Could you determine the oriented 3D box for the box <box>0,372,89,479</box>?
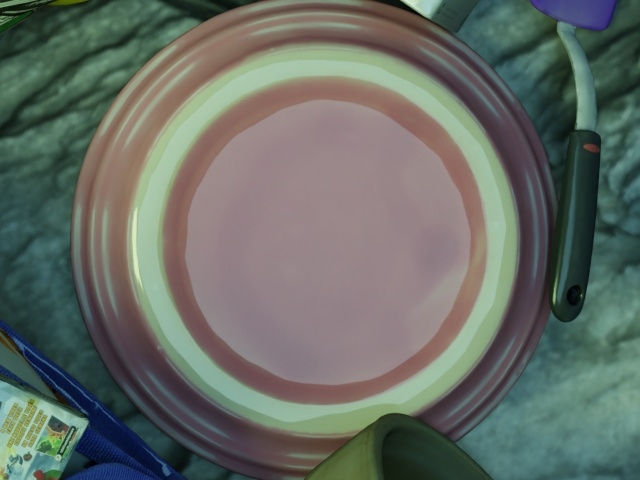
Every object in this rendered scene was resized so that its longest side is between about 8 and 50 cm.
[{"bbox_3d":[-0.194,0.133,0.790,0.094,0.027,0.137,28,86,-12],"label":"box"}]

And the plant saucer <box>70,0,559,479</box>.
[{"bbox_3d":[0.000,0.000,0.995,0.332,0.084,0.332,0,90,-4],"label":"plant saucer"}]

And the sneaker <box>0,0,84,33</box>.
[{"bbox_3d":[-0.239,-0.178,0.944,0.343,0.146,0.134,-30,93,-3],"label":"sneaker"}]

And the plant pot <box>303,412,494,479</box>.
[{"bbox_3d":[0.022,0.312,0.915,0.280,0.323,0.323,-36,93,14],"label":"plant pot"}]

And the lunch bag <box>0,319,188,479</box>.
[{"bbox_3d":[-0.285,0.185,0.909,0.385,0.239,0.328,43,87,-20],"label":"lunch bag"}]

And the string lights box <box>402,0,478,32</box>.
[{"bbox_3d":[0.122,-0.261,0.946,0.077,0.133,0.259,35,100,8],"label":"string lights box"}]

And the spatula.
[{"bbox_3d":[0.171,-0.093,1.005,0.084,0.030,0.296,12,77,-36],"label":"spatula"}]
